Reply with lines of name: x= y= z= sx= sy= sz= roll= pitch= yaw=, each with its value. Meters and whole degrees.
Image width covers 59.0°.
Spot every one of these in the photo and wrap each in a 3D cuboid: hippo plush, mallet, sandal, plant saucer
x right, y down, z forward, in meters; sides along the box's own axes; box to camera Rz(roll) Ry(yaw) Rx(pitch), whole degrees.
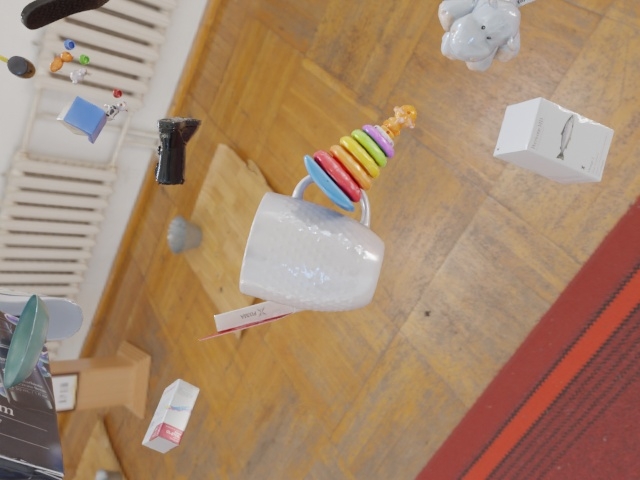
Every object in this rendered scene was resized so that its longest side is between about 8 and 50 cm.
hippo plush: x=0.445 y=-0.531 z=1.445 sx=0.294 sy=0.234 sz=0.236 roll=-24 pitch=29 yaw=25
mallet: x=-0.627 y=-0.355 z=1.041 sx=0.039 sy=0.190 sz=0.062 roll=-64 pitch=23 yaw=3
sandal: x=-0.403 y=-0.395 z=0.906 sx=0.040 sy=0.179 sz=0.067 roll=48 pitch=149 yaw=5
plant saucer: x=-0.367 y=0.127 z=0.711 sx=0.119 sy=0.021 sz=0.119 roll=-29 pitch=51 yaw=44

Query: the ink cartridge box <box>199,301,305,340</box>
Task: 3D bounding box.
ink cartridge box: x=-0.219 y=0.247 z=1.866 sx=0.296 sy=0.261 sz=0.066 roll=-17 pitch=84 yaw=19

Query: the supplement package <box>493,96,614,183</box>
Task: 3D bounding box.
supplement package: x=0.442 y=-0.185 z=1.076 sx=0.105 sy=0.179 sz=0.105 roll=-169 pitch=96 yaw=-72

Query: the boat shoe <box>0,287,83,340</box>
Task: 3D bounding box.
boat shoe: x=-0.735 y=0.156 z=1.256 sx=0.156 sy=0.367 sz=0.135 roll=2 pitch=88 yaw=54

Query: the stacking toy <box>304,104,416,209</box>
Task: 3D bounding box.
stacking toy: x=0.116 y=-0.223 z=1.391 sx=0.302 sy=0.166 sz=0.175 roll=-43 pitch=86 yaw=4

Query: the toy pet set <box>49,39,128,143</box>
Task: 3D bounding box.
toy pet set: x=-0.340 y=-0.214 z=0.841 sx=0.065 sy=0.122 sz=0.114 roll=13 pitch=70 yaw=30

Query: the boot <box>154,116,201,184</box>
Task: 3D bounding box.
boot: x=-0.463 y=-0.291 z=1.832 sx=0.094 sy=0.246 sz=0.207 roll=9 pitch=107 yaw=6

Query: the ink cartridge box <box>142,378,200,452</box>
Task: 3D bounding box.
ink cartridge box: x=-0.430 y=0.507 z=1.635 sx=0.127 sy=0.072 sz=0.175 roll=-39 pitch=26 yaw=45

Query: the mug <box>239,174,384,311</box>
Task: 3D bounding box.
mug: x=0.000 y=0.000 z=1.474 sx=0.276 sy=0.328 sz=0.374 roll=99 pitch=-174 yaw=-79

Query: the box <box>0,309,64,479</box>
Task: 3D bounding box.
box: x=-0.543 y=0.227 z=0.746 sx=0.212 sy=0.293 sz=0.395 roll=-54 pitch=34 yaw=-2
